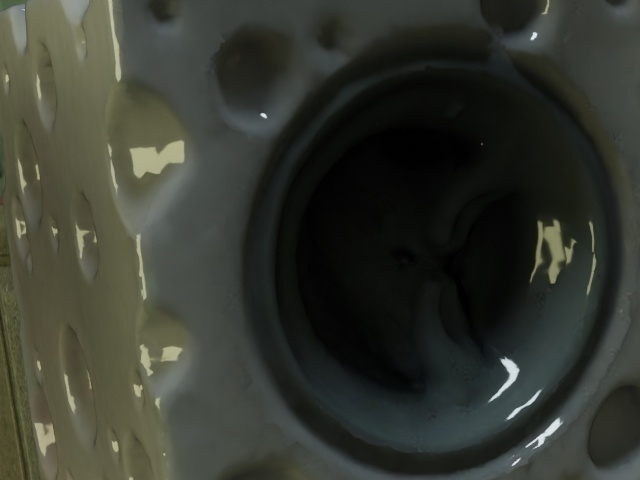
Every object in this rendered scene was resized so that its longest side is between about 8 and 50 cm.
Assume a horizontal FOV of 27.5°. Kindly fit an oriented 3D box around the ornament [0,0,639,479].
[{"bbox_3d":[0.000,0.000,0.587,0.239,0.239,0.240,10,108,64],"label":"ornament"}]

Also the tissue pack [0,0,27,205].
[{"bbox_3d":[-0.128,-0.173,0.798,0.316,0.103,0.228,-68,-16,-67],"label":"tissue pack"}]
